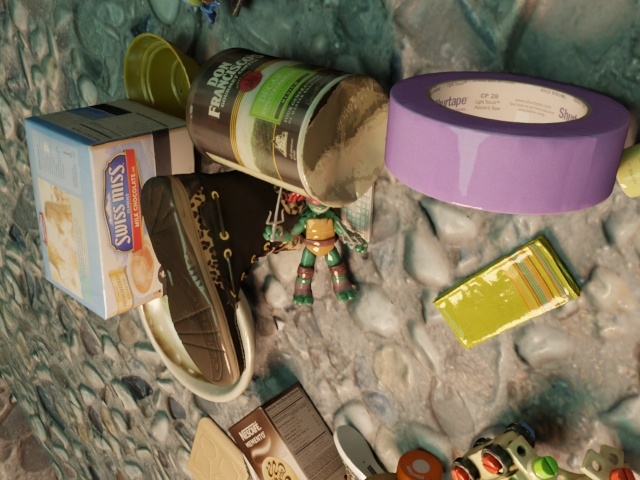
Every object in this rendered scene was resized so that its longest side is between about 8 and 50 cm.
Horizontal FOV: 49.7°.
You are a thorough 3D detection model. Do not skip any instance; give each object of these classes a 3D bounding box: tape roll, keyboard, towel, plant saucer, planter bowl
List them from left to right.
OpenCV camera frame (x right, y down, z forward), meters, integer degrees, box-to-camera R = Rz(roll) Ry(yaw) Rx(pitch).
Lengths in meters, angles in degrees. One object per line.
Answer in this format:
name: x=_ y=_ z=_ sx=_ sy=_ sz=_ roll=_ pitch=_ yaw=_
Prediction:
planter bowl: x=-0.290 y=-0.304 z=1.368 sx=0.217 sy=0.090 sz=0.217 roll=21 pitch=123 yaw=36
plant saucer: x=-0.263 y=0.161 z=1.552 sx=0.400 sy=0.100 sz=0.401 roll=20 pitch=122 yaw=36
keyboard: x=0.062 y=-0.123 z=1.169 sx=0.072 sy=0.014 sz=0.256 roll=22 pitch=122 yaw=36
towel: x=0.275 y=0.087 z=1.056 sx=0.237 sy=0.021 sz=0.102 roll=-40 pitch=79 yaw=46
tape roll: x=0.216 y=-0.127 z=0.828 sx=0.274 sy=0.274 sz=0.090 roll=23 pitch=123 yaw=35

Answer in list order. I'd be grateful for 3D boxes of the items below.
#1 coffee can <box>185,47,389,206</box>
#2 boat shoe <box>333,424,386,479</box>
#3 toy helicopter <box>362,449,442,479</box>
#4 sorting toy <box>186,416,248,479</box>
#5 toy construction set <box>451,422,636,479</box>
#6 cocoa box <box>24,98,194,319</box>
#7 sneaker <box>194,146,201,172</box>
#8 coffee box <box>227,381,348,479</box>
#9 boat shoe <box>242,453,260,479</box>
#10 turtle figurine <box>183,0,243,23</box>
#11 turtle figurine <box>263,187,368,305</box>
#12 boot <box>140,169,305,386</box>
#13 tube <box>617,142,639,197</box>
coffee can: x=-0.052 y=-0.186 z=1.102 sx=0.275 sy=0.201 sz=0.202 roll=23 pitch=124 yaw=39
boat shoe: x=0.074 y=0.464 z=1.392 sx=0.183 sy=0.065 sz=0.083 roll=53 pitch=135 yaw=11
toy helicopter: x=0.170 y=0.539 z=1.164 sx=0.355 sy=0.234 sz=0.140 roll=44 pitch=136 yaw=45
sorting toy: x=-0.262 y=0.582 z=1.797 sx=0.193 sy=0.038 sz=0.208 roll=39 pitch=127 yaw=24
toy construction set: x=0.320 y=0.394 z=1.060 sx=0.215 sy=0.151 sz=0.328 roll=52 pitch=135 yaw=13
cocoa box: x=-0.398 y=-0.069 z=1.343 sx=0.231 sy=0.228 sz=0.347 roll=23 pitch=121 yaw=36
sneaker: x=-0.315 y=-0.130 z=1.476 sx=0.130 sy=0.087 sz=0.228 roll=13 pitch=123 yaw=33
coffee box: x=-0.046 y=0.477 z=1.474 sx=0.297 sy=0.118 sz=0.168 roll=55 pitch=137 yaw=10
boat shoe: x=-0.169 y=0.522 z=1.668 sx=0.040 sy=0.049 sz=0.142 roll=2 pitch=112 yaw=44
turtle figurine: x=-0.194 y=-0.506 z=1.109 sx=0.266 sy=0.197 sz=0.275 roll=-18 pitch=100 yaw=43
turtle figurine: x=0.000 y=0.000 z=1.206 sx=0.175 sy=0.118 sz=0.234 roll=3 pitch=122 yaw=12
boot: x=-0.142 y=0.039 z=1.243 sx=0.138 sy=0.284 sz=0.378 roll=-12 pitch=98 yaw=45
tube: x=0.454 y=-0.112 z=0.768 sx=0.240 sy=0.062 sz=0.070 roll=-19 pitch=135 yaw=42
